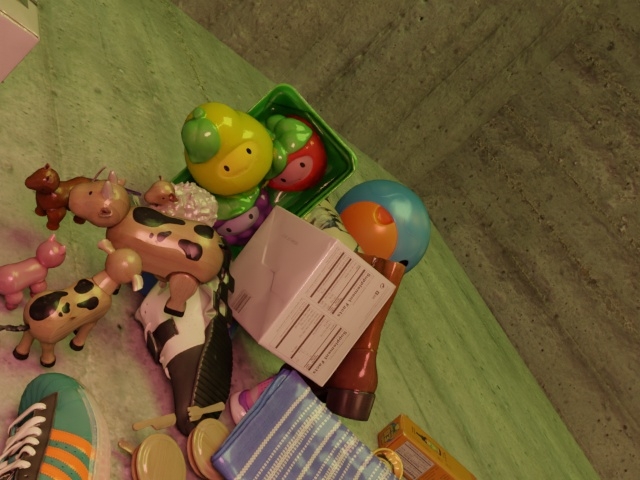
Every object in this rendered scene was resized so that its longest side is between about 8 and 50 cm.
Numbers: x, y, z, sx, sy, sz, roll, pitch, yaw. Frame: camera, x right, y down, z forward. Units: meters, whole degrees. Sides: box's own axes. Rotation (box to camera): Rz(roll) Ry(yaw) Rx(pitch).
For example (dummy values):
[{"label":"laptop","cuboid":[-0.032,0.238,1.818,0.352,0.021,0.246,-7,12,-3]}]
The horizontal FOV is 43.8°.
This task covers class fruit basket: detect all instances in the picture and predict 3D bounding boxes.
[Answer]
[{"label":"fruit basket","cuboid":[-0.142,-0.139,1.618,0.283,0.392,0.392,48,17,3]}]

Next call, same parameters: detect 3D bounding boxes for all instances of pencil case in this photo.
[{"label":"pencil case","cuboid":[0.000,0.000,2.012,0.410,0.160,0.183,59,6,35]}]

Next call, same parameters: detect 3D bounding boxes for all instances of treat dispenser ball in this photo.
[{"label":"treat dispenser ball","cuboid":[0.168,-0.030,2.269,0.288,0.288,0.288,42,17,-16]}]

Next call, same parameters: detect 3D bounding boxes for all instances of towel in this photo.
[{"label":"towel","cuboid":[0.016,0.361,1.166,0.336,0.040,0.243,44,33,2]}]

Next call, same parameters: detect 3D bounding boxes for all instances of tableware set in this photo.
[{"label":"tableware set","cuboid":[-0.187,0.295,1.074,0.194,0.039,0.128,4,67,-59]}]

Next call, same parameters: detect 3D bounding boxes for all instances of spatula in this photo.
[{"label":"spatula","cuboid":[-0.311,-0.043,1.447,0.296,0.030,0.084,37,12,20]}]

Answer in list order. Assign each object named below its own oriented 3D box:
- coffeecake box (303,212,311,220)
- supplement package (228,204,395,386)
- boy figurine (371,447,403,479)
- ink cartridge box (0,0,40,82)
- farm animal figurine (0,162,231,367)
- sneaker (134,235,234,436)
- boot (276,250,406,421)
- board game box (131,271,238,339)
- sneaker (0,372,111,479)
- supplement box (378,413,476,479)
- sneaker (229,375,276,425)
[{"label":"coffeecake box","cuboid":[-0.139,-0.076,1.870,0.185,0.142,0.068,46,16,-4]},{"label":"supplement package","cuboid":[-0.038,0.085,1.346,0.145,0.204,0.262,38,-3,-27]},{"label":"boy figurine","cuboid":[0.078,0.439,1.321,0.177,0.092,0.285,46,20,6]},{"label":"ink cartridge box","cuboid":[-0.582,-0.360,1.323,0.122,0.211,0.289,35,21,-40]},{"label":"farm animal figurine","cuboid":[-0.275,0.006,1.096,0.327,0.172,0.330,9,43,-26]},{"label":"sneaker","cuboid":[-0.218,0.153,1.242,0.122,0.146,0.330,68,17,-53]},{"label":"boot","cuboid":[0.028,0.153,1.416,0.096,0.280,0.264,15,-5,-25]},{"label":"board game box","cuboid":[-0.234,0.093,1.416,0.210,0.047,0.160,43,16,-10]},{"label":"sneaker","cuboid":[-0.292,0.248,0.816,0.121,0.108,0.302,37,20,-43]},{"label":"supplement box","cuboid":[0.224,0.465,1.641,0.233,0.080,0.078,45,16,-13]},{"label":"sneaker","cuboid":[-0.036,0.303,1.326,0.236,0.104,0.095,40,17,-27]}]
